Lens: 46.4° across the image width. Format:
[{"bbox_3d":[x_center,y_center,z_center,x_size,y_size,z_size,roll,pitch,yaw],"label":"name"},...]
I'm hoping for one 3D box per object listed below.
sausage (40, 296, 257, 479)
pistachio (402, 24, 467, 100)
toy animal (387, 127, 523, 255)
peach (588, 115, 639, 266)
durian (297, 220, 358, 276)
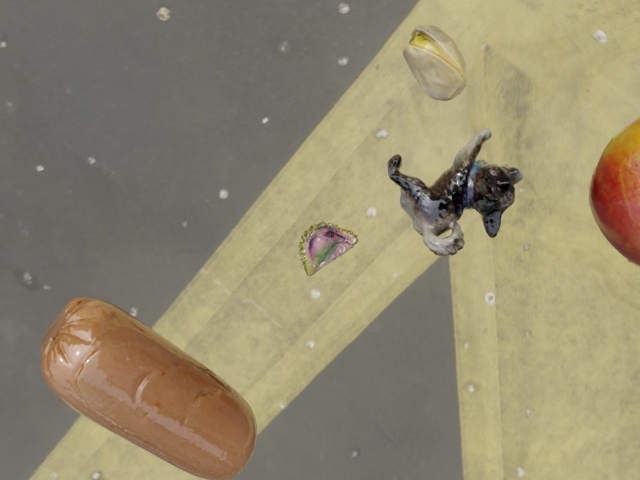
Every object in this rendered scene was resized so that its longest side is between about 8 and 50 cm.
[{"bbox_3d":[-0.196,0.177,0.868,0.121,0.121,0.304,-23,134,22],"label":"sausage"},{"bbox_3d":[0.259,-0.389,1.630,0.145,0.200,0.117,28,77,34],"label":"pistachio"},{"bbox_3d":[0.378,-0.108,1.959,0.344,0.302,0.194,-20,143,-7],"label":"toy animal"},{"bbox_3d":[0.764,-0.090,1.557,0.388,0.388,0.388,5,110,14],"label":"peach"},{"bbox_3d":[-0.001,-0.003,1.996,0.187,0.119,0.108,-36,113,-16],"label":"durian"}]
